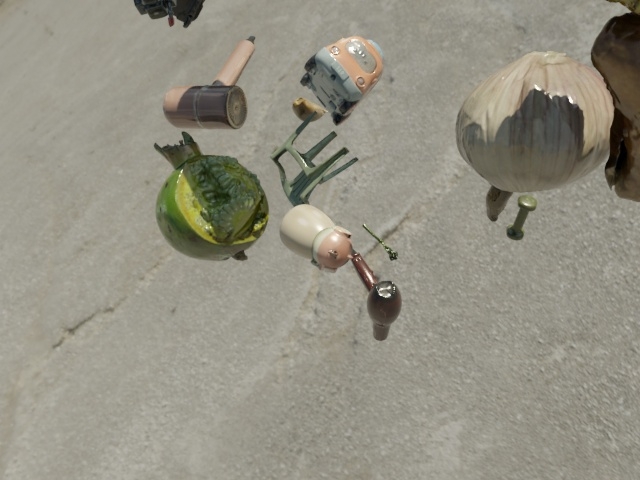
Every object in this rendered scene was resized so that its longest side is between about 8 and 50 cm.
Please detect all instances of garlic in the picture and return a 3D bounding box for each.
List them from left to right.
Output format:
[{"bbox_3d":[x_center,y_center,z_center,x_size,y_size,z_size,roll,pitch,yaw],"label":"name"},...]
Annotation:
[{"bbox_3d":[-0.044,-0.473,2.021,0.084,0.152,0.066,-20,54,53],"label":"garlic"},{"bbox_3d":[0.409,-0.227,1.049,0.317,0.317,0.260,36,128,51],"label":"garlic"}]

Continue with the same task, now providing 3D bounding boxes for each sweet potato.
[{"bbox_3d":[0.635,-0.168,1.873,0.085,0.111,0.286,-77,1,-48],"label":"sweet potato"}]

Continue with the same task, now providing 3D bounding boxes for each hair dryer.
[{"bbox_3d":[-0.247,-0.416,1.399,0.189,0.107,0.345,5,53,22],"label":"hair dryer"},{"bbox_3d":[0.177,0.175,2.020,0.123,0.313,0.341,-20,57,-15],"label":"hair dryer"}]

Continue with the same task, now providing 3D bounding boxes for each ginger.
[{"bbox_3d":[0.502,-0.200,0.807,0.172,0.321,0.165,-20,36,15],"label":"ginger"}]

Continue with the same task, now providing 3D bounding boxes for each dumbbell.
[{"bbox_3d":[0.496,-0.055,1.353,0.046,0.118,0.052,15,42,10],"label":"dumbbell"}]

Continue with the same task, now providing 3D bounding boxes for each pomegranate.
[{"bbox_3d":[-0.267,-0.103,1.270,0.260,0.260,0.341,-36,79,17],"label":"pomegranate"}]

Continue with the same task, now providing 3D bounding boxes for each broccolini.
[{"bbox_3d":[0.241,0.001,2.221,0.218,0.042,0.044,50,119,28],"label":"broccolini"}]

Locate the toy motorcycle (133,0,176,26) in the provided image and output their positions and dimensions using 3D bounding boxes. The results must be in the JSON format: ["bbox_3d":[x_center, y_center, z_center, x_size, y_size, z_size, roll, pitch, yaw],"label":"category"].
[{"bbox_3d":[-0.355,-0.517,1.075,0.102,0.221,0.150,-16,76,2],"label":"toy motorcycle"}]

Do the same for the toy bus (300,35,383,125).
[{"bbox_3d":[0.085,-0.505,1.686,0.232,0.194,0.287,-37,1,-9],"label":"toy bus"}]

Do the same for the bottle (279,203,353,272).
[{"bbox_3d":[0.000,0.000,1.569,0.148,0.147,0.236,-53,44,-3],"label":"bottle"}]

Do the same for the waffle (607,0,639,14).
[{"bbox_3d":[0.371,-0.359,0.704,0.245,0.254,0.052,56,141,26],"label":"waffle"}]

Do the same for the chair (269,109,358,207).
[{"bbox_3d":[-0.033,-0.231,1.754,0.274,0.190,0.203,-39,66,11],"label":"chair"}]

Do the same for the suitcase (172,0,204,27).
[{"bbox_3d":[-0.494,-0.894,1.702,0.339,0.344,0.188,-49,44,31],"label":"suitcase"}]
